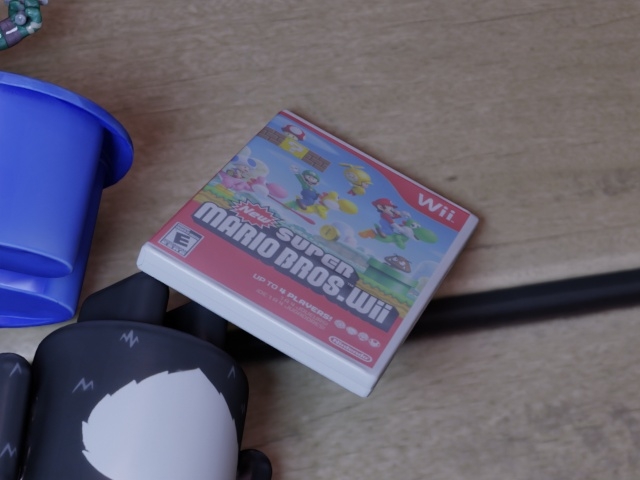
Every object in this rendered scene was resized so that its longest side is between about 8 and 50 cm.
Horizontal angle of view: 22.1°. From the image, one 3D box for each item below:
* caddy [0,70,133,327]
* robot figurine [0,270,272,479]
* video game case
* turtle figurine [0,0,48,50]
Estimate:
[{"bbox_3d":[-0.319,-0.052,1.275,0.341,0.241,0.179,5,68,-7],"label":"caddy"},{"bbox_3d":[-0.145,0.166,1.230,0.209,0.173,0.278,7,63,3],"label":"robot figurine"},{"bbox_3d":[0.000,0.000,1.335,0.204,0.025,0.285,29,33,6],"label":"video game case"},{"bbox_3d":[-0.323,-0.194,1.378,0.175,0.234,0.118,23,98,6],"label":"turtle figurine"}]
